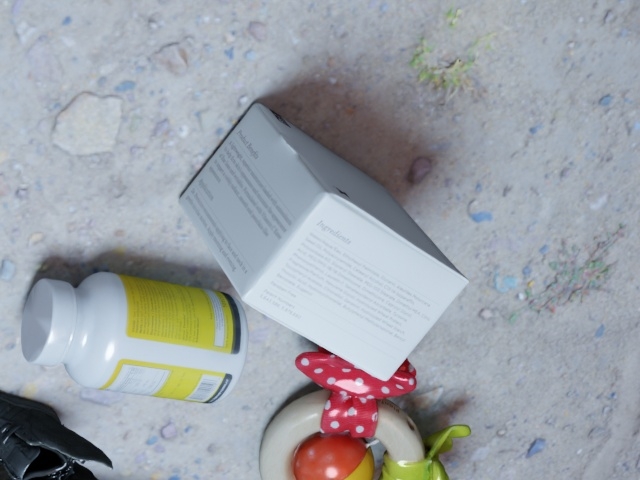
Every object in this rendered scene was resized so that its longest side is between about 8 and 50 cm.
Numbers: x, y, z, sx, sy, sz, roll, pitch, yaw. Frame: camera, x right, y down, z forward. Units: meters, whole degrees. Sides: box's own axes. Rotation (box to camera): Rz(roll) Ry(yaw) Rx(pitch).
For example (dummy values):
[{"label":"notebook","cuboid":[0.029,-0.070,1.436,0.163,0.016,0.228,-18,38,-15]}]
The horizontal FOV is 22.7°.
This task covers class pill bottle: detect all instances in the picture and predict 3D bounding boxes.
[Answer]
[{"label":"pill bottle","cuboid":[-0.164,0.084,1.407,0.184,0.103,0.103,12,113,-30]}]

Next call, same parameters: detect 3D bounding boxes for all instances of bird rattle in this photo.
[{"label":"bird rattle","cuboid":[0.035,0.205,1.564,0.207,0.143,0.253,-31,125,15]}]

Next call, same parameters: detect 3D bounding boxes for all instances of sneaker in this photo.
[{"label":"sneaker","cuboid":[-0.274,0.176,1.418,0.170,0.089,0.051,16,110,-32]}]

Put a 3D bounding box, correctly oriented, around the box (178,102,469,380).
[{"label":"box","cuboid":[0.000,0.000,1.384,0.182,0.181,0.119,32,102,-35]}]
